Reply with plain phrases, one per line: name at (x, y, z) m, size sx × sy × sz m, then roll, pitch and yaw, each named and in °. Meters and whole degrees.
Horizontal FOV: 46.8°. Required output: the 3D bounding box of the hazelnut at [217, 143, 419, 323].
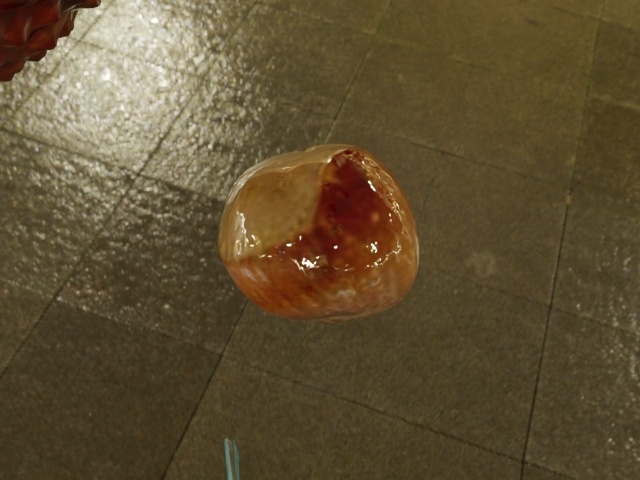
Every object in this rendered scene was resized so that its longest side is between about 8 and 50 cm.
hazelnut at (0.000, 0.000, 0.541) m, size 0.154 × 0.143 × 0.143 m, roll -4°, pitch 41°, yaw 43°

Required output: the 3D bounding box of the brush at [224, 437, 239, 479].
brush at (-0.065, 0.194, 0.563) m, size 0.014 × 0.051 × 0.164 m, roll -12°, pitch 15°, yaw -7°

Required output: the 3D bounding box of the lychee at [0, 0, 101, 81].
lychee at (-0.335, -0.321, 0.536) m, size 0.425 × 0.500 × 0.424 m, roll 9°, pitch 65°, yaw -21°
